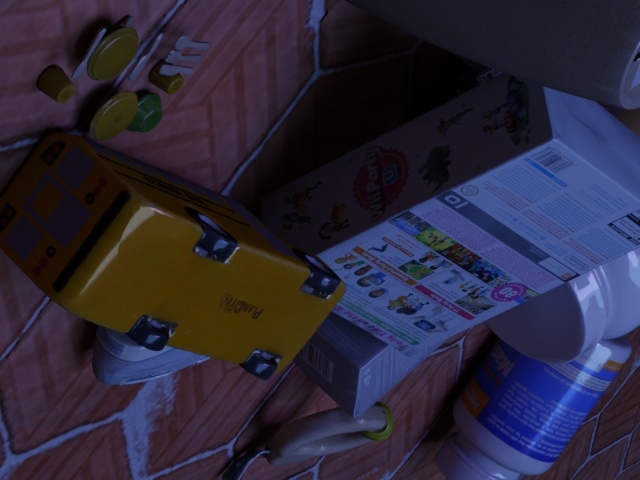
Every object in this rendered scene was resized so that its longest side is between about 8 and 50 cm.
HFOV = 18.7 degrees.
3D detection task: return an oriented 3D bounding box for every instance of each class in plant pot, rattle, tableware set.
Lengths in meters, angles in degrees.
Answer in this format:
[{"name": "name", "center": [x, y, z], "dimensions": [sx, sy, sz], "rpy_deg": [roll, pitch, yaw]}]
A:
[{"name": "plant pot", "center": [0.177, -0.231, 1.556], "dimensions": [0.256, 0.274, 0.256], "rpy_deg": [-39, 155, -23]}, {"name": "rattle", "center": [-0.029, 0.179, 2.100], "dimensions": [0.200, 0.143, 0.130], "rpy_deg": [-21, 178, 29]}, {"name": "tableware set", "center": [-0.153, -0.120, 1.454], "dimensions": [0.104, 0.024, 0.154], "rpy_deg": [-55, 157, 19]}]

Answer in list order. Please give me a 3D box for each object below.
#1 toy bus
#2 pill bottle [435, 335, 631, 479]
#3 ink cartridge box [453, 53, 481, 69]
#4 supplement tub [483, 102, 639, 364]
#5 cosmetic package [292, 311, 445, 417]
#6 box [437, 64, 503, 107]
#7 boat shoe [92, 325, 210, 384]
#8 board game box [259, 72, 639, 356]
[{"name": "toy bus", "center": [-0.111, 0.019, 1.561], "dimensions": [0.108, 0.130, 0.333], "rpy_deg": [-54, 152, 8]}, {"name": "pill bottle", "center": [0.265, 0.204, 2.492], "dimensions": [0.272, 0.152, 0.152], "rpy_deg": [-56, 156, 14]}, {"name": "ink cartridge box", "center": [0.199, -0.259, 1.834], "dimensions": [0.097, 0.046, 0.207], "rpy_deg": [-26, 147, -41]}, {"name": "supplement tub", "center": [0.319, -0.042, 2.118], "dimensions": [0.331, 0.241, 0.241], "rpy_deg": [-38, 154, -26]}, {"name": "cosmetic package", "center": [0.078, 0.050, 1.975], "dimensions": [0.238, 0.127, 0.107], "rpy_deg": [-36, 152, -26]}, {"name": "box", "center": [0.212, -0.152, 1.890], "dimensions": [0.231, 0.056, 0.183], "rpy_deg": [-30, 170, -21]}, {"name": "boat shoe", "center": [-0.114, 0.070, 1.740], "dimensions": [0.227, 0.079, 0.081], "rpy_deg": [-20, 151, -40]}, {"name": "board game box", "center": [0.132, -0.023, 1.748], "dimensions": [0.303, 0.097, 0.224], "rpy_deg": [-27, 143, 27]}]
